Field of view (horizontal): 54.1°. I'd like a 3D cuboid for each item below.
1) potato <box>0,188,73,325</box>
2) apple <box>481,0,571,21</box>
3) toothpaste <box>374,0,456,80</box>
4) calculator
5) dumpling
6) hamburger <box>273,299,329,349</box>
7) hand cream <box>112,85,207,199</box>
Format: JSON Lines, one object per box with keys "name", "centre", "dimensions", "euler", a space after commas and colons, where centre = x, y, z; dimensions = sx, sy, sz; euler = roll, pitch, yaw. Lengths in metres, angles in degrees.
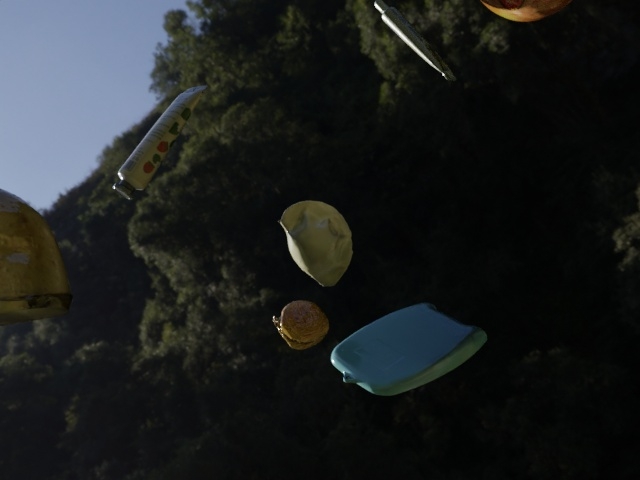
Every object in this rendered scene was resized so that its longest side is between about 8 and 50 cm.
{"name": "potato", "centre": [-0.534, 0.022, 0.948], "dimensions": [0.285, 0.242, 0.242], "euler": [-8, -11, 8]}
{"name": "apple", "centre": [0.297, -0.397, 0.842], "dimensions": [0.209, 0.164, 0.209], "euler": [-54, 15, 21]}
{"name": "toothpaste", "centre": [0.205, -0.441, 1.376], "dimensions": [0.037, 0.255, 0.067], "euler": [-47, -17, 28]}
{"name": "calculator", "centre": [0.208, 0.259, 1.531], "dimensions": [0.386, 0.256, 0.054], "euler": [-23, -60, -31]}
{"name": "dumpling", "centre": [0.002, 0.004, 1.603], "dimensions": [0.166, 0.216, 0.126], "euler": [-32, -10, -5]}
{"name": "hamburger", "centre": [-0.054, 0.241, 1.820], "dimensions": [0.147, 0.138, 0.083], "euler": [-18, -38, -35]}
{"name": "hand cream", "centre": [-0.321, -0.205, 1.259], "dimensions": [0.095, 0.059, 0.276], "euler": [9, 63, 49]}
